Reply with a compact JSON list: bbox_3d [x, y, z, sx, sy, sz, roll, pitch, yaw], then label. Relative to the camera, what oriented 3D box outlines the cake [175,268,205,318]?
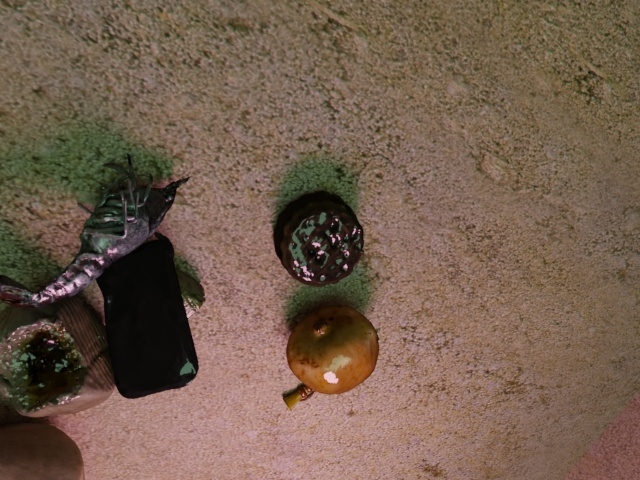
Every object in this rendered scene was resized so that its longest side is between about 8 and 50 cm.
[{"bbox_3d":[-0.392,0.173,1.133,0.235,0.100,0.099,-41,119,1],"label":"cake"}]

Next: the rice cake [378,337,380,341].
[{"bbox_3d":[0.102,0.330,1.422,0.171,0.033,0.029,-37,121,0],"label":"rice cake"}]

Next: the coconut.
[{"bbox_3d":[-0.728,0.595,1.067,0.416,0.344,0.414,-8,119,-15],"label":"coconut"}]

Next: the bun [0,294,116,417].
[{"bbox_3d":[-0.571,0.245,1.024,0.205,0.281,0.281,-24,120,2],"label":"bun"}]

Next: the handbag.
[{"bbox_3d":[-0.374,0.159,1.038,0.192,0.075,0.331,-16,80,12],"label":"handbag"}]

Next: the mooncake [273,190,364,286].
[{"bbox_3d":[0.000,0.000,1.183,0.229,0.124,0.228,-7,114,-16],"label":"mooncake"}]

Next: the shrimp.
[{"bbox_3d":[-0.437,-0.020,0.967,0.166,0.221,0.410,41,65,-20],"label":"shrimp"}]

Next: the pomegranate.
[{"bbox_3d":[0.032,0.283,1.268,0.249,0.248,0.248,-8,116,-16],"label":"pomegranate"}]

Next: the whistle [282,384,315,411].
[{"bbox_3d":[-0.051,0.457,1.422,0.109,0.046,0.057,-31,106,-11],"label":"whistle"}]
